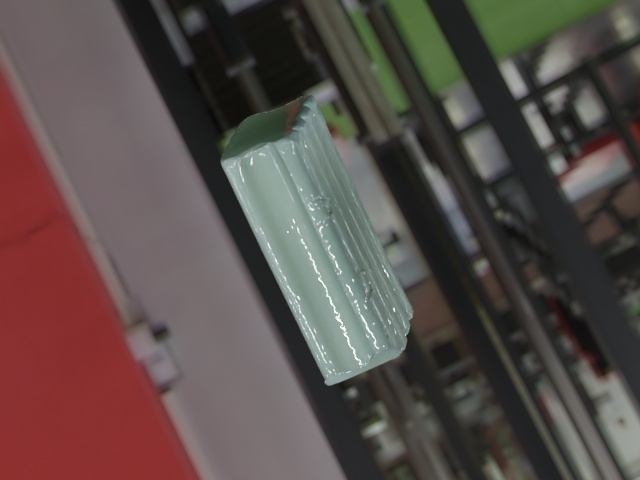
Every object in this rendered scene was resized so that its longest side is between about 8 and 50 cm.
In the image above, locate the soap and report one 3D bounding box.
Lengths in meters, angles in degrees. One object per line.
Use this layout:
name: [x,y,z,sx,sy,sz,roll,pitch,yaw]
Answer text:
soap: [0.000,0.000,1.506,0.066,0.198,0.119,-21,-164,16]
